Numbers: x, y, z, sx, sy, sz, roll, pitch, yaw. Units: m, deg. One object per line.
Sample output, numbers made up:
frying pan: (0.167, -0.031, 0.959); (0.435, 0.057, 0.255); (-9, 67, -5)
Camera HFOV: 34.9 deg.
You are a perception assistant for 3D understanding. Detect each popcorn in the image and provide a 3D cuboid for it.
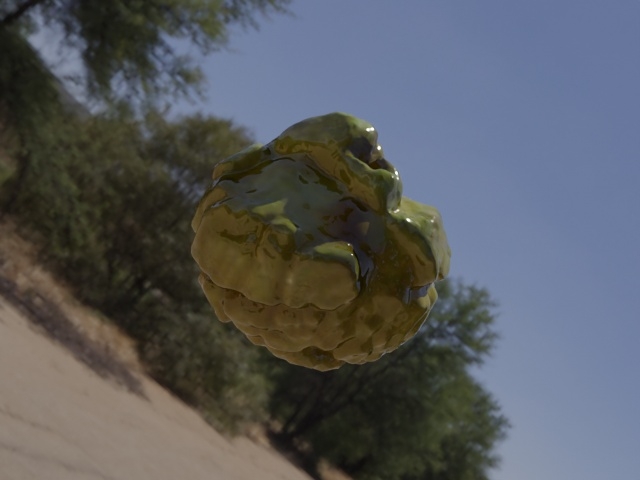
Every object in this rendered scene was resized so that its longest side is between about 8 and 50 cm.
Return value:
popcorn: (0.000, 0.000, 0.875); (0.200, 0.226, 0.203); (98, -16, -49)
